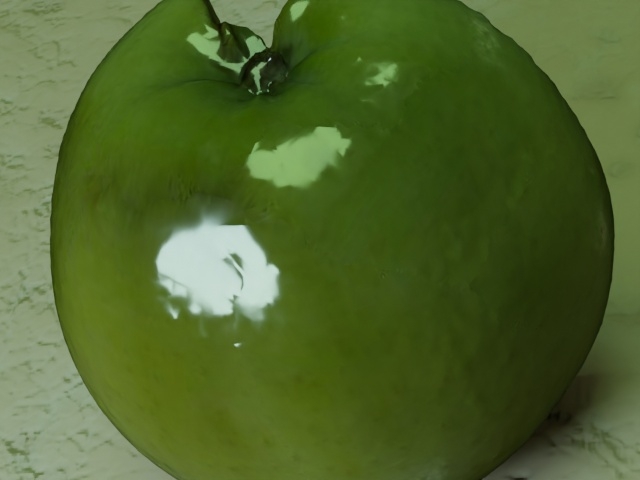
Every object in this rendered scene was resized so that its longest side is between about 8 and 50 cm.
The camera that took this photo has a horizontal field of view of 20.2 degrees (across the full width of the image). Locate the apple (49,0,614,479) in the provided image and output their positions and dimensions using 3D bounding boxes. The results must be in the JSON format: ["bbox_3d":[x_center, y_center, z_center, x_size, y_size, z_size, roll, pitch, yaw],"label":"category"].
[{"bbox_3d":[-0.016,0.013,0.936,0.295,0.258,0.233,17,56,37],"label":"apple"}]
